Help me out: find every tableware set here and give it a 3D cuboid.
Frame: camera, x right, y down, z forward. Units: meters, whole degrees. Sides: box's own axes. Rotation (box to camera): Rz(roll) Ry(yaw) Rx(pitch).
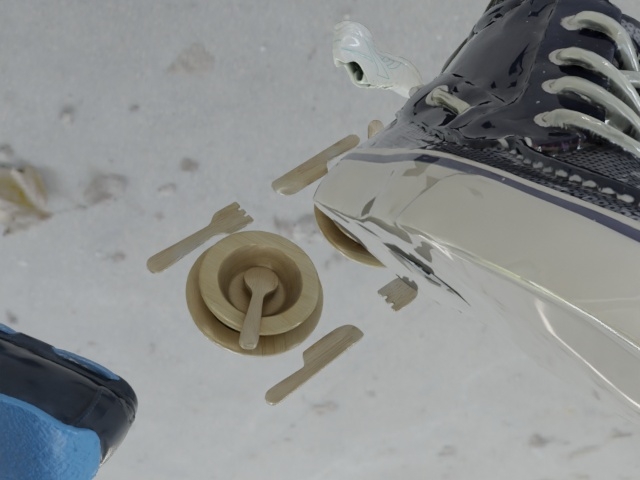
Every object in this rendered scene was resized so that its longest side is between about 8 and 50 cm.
[{"bbox_3d":[0.000,0.000,0.692,0.194,0.128,0.039,-34,159,-29],"label":"tableware set"}]

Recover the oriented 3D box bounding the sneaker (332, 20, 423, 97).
[{"bbox_3d":[0.068,-0.212,1.360,0.152,0.061,0.053,29,151,-33],"label":"sneaker"}]

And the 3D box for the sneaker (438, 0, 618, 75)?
[{"bbox_3d":[0.174,-0.179,0.765,0.087,0.227,0.130,40,155,-6],"label":"sneaker"}]

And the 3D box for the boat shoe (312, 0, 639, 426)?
[{"bbox_3d":[0.104,-0.038,0.454,0.127,0.340,0.158,40,88,-19],"label":"boat shoe"}]

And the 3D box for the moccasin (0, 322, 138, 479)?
[{"bbox_3d":[-0.293,0.104,0.791,0.342,0.117,0.138,21,114,17],"label":"moccasin"}]
